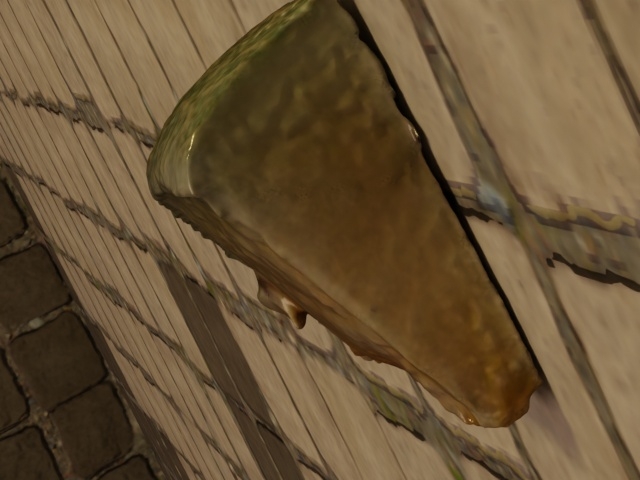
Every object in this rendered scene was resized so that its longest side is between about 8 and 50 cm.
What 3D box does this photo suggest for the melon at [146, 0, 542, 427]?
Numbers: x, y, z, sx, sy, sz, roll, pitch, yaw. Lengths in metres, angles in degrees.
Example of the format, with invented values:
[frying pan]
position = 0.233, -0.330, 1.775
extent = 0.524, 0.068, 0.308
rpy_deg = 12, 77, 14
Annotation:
[melon]
position = -0.005, -0.006, 0.483
extent = 0.098, 0.054, 0.182
rpy_deg = 49, 173, -11
